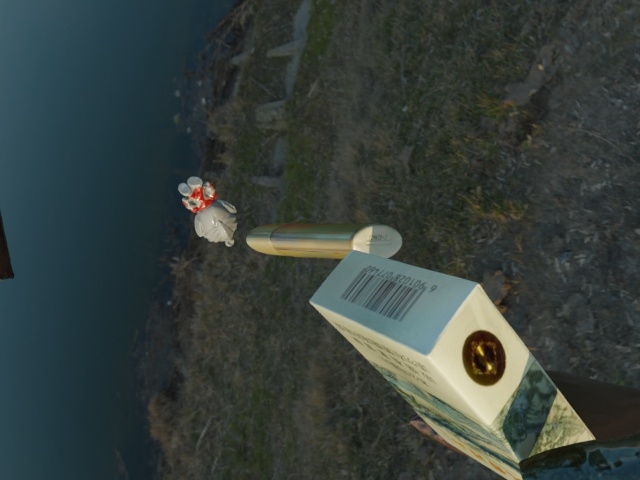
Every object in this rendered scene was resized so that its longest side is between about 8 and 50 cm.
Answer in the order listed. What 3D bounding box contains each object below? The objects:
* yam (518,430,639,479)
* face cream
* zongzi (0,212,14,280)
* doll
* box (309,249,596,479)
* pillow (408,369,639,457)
[{"bbox_3d":[0.267,0.136,0.376,0.274,0.061,0.061,-23,70,22],"label":"yam"},{"bbox_3d":[0.000,0.000,1.096,0.285,0.139,0.067,1,90,44],"label":"face cream"},{"bbox_3d":[-0.373,-0.123,0.493,0.383,0.362,0.319,-43,33,18],"label":"zongzi"},{"bbox_3d":[-0.222,-0.056,1.181,0.094,0.180,0.079,-38,40,-10],"label":"doll"},{"bbox_3d":[0.124,0.126,0.521,0.069,0.256,0.164,-50,28,-14],"label":"box"},{"bbox_3d":[0.336,0.254,0.809,0.305,0.308,0.108,1,94,57],"label":"pillow"}]
